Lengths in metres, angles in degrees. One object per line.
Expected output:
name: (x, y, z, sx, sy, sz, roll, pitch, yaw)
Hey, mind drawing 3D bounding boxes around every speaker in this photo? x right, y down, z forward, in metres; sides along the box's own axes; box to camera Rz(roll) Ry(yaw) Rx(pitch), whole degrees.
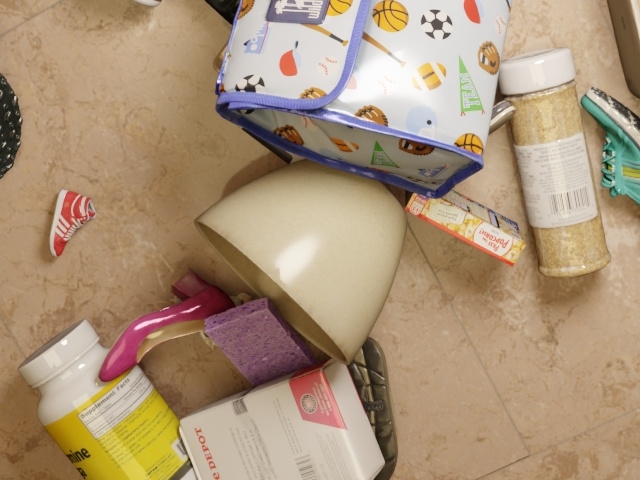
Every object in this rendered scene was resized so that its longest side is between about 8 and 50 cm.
speaker: (-0.069, -0.172, 1.824, 0.136, 0.055, 0.055, 37, 104, -5)

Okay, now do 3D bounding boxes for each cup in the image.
cup: (0.000, 0.000, 1.752, 0.331, 0.331, 0.237, 44, 81, -6)

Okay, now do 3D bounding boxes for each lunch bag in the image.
lunch bag: (0.062, -0.278, 1.610, 0.385, 0.239, 0.328, 17, 72, -10)

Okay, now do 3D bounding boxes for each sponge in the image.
sponge: (-0.098, 0.177, 1.862, 0.117, 0.031, 0.210, -21, 138, 12)

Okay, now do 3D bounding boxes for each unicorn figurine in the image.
unicorn figurine: (-0.186, 0.131, 1.912, 0.162, 0.060, 0.111, -18, 92, -6)

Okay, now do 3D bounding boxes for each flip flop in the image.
flip flop: (0.079, 0.302, 1.922, 0.112, 0.080, 0.277, -4, 88, 12)

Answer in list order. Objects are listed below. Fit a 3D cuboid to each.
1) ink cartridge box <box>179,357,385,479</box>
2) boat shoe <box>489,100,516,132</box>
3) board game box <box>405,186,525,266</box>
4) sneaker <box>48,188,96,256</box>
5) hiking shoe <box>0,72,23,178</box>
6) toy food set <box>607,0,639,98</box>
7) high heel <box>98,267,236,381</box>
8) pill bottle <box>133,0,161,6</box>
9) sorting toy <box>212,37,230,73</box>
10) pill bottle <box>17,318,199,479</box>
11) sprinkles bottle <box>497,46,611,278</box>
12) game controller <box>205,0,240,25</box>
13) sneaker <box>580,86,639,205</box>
ink cartridge box: (-0.066, 0.339, 1.861, 0.283, 0.117, 0.207, -22, 89, 20)
boat shoe: (0.220, -0.178, 1.755, 0.206, 0.075, 0.065, -33, 82, 47)
board game box: (0.230, -0.038, 1.785, 0.193, 0.147, 0.045, 28, 104, -2)
sneaker: (-0.423, -0.024, 1.896, 0.067, 0.042, 0.118, 13, 102, 5)
hiking shoe: (-0.587, -0.247, 1.840, 0.132, 0.113, 0.304, 7, 113, 34)
toy food set: (0.496, -0.338, 1.652, 0.092, 0.220, 0.306, -15, 102, 9)
high heel: (-0.250, 0.164, 1.824, 0.117, 0.082, 0.244, 39, 64, 10)
pill bottle: (-0.258, -0.483, 1.731, 0.117, 0.117, 0.215, 30, 105, -3)
sorting toy: (-0.042, -0.308, 1.799, 0.193, 0.038, 0.208, 37, 97, -5)
pill bottle: (-0.361, 0.308, 1.898, 0.188, 0.188, 0.334, -34, 98, 12)
sprinkles bottle: (0.372, -0.122, 1.765, 0.121, 0.121, 0.355, -12, 103, 8)
game controller: (-0.066, -0.487, 1.733, 0.166, 0.067, 0.319, 43, 94, 9)
sneaker: (0.494, -0.121, 1.769, 0.110, 0.107, 0.275, -33, 99, 21)
